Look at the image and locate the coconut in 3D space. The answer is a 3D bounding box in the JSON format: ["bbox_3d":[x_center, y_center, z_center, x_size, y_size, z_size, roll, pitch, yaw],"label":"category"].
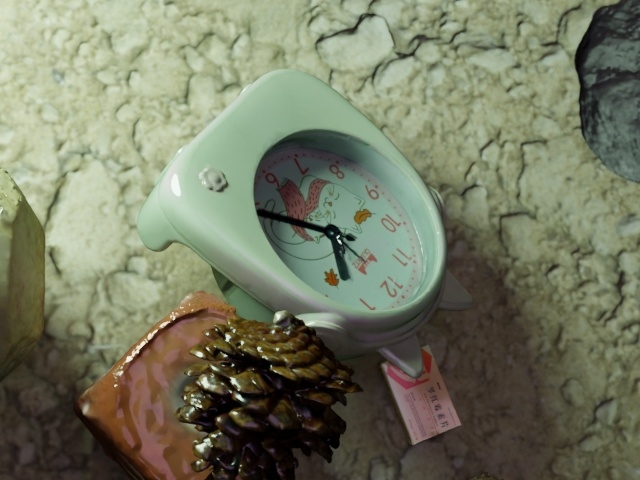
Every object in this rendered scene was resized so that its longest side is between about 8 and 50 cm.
[{"bbox_3d":[-0.375,0.038,1.530,0.259,0.259,0.259,3,77,-11],"label":"coconut"}]

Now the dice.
[{"bbox_3d":[-0.126,0.166,1.601,0.174,0.179,0.175,-44,94,-18],"label":"dice"}]

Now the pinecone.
[{"bbox_3d":[-0.052,0.145,1.455,0.174,0.173,0.173,3,77,-11],"label":"pinecone"}]

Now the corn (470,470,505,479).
[{"bbox_3d":[0.212,0.365,1.670,0.092,0.092,0.280,-20,79,-16],"label":"corn"}]

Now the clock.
[{"bbox_3d":[0.000,0.000,1.659,0.324,0.108,0.265,43,46,0],"label":"clock"}]

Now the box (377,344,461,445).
[{"bbox_3d":[0.104,0.162,1.732,0.058,0.015,0.093,-20,83,-14],"label":"box"}]
